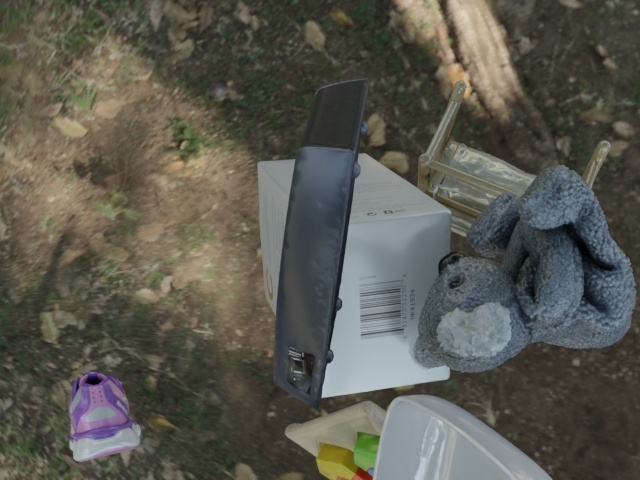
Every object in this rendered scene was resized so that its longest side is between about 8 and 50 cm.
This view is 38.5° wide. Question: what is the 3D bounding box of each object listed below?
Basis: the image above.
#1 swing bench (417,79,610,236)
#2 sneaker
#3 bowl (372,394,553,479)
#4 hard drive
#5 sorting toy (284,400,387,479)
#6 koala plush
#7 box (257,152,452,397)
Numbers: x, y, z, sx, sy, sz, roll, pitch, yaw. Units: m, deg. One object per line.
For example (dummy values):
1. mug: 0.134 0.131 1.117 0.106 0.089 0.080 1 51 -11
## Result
1. swing bench: 0.282 -0.076 1.447 0.253 0.254 0.165 23 64 9
2. sneaker: -0.291 0.224 1.209 0.095 0.236 0.104 -13 86 -17
3. bowl: 0.095 0.177 0.587 0.053 0.142 0.142 -9 116 -33
4. hard drive: 0.000 0.000 0.806 0.054 0.172 0.254 9 122 3
5. sorting toy: 0.074 0.211 0.783 0.193 0.208 0.038 36 66 -9
6. koala plush: 0.200 0.066 0.982 0.221 0.196 0.203 -31 87 -16
7. box: 0.032 0.027 1.201 0.168 0.345 0.215 -6 108 -13
